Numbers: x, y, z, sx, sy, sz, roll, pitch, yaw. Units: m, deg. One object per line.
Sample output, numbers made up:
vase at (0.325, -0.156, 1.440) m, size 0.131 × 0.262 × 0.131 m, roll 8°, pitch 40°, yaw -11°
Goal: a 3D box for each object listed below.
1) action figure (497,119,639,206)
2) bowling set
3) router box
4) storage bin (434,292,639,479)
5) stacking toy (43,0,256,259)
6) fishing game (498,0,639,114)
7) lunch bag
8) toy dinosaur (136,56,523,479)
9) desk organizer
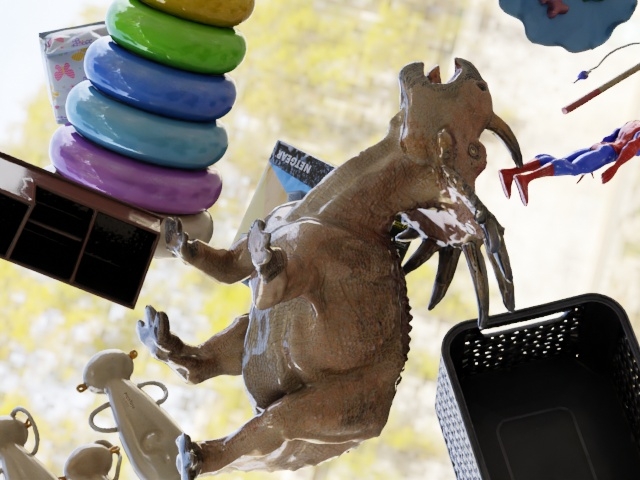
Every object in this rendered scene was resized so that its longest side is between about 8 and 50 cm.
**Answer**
action figure at (0.164, -0.049, 1.062) m, size 0.030 × 0.115 × 0.038 m, roll 71°, pitch 166°, yaw -13°
bowling set at (-0.248, 0.251, 1.616) m, size 0.287 × 0.154 × 0.200 m, roll -28°, pitch -31°, yaw -16°
router box at (0.000, 0.000, 1.560) m, size 0.046 × 0.179 × 0.133 m, roll 20°, pitch -85°, yaw -40°
storage bin at (0.150, 0.136, 1.104) m, size 0.084 × 0.122 × 0.180 m, roll 90°, pitch 166°, yaw -60°
stacking toy at (-0.106, -0.160, 1.295) m, size 0.141 × 0.141 × 0.330 m, roll -43°, pitch -29°, yaw -74°
fishing game at (0.217, -0.253, 1.530) m, size 0.189 × 0.041 × 0.264 m, roll -30°, pitch -78°, yaw -32°
lunch bag at (-0.185, -0.141, 1.466) m, size 0.053 × 0.083 × 0.071 m, roll -119°, pitch 21°, yaw -54°
toy dinosaur at (0.014, 0.049, 1.034) m, size 0.127 × 0.200 × 0.295 m, roll 54°, pitch 134°, yaw 50°
desk organizer at (-0.162, -0.008, 1.076) m, size 0.047 × 0.130 × 0.050 m, roll -61°, pitch 19°, yaw 20°
